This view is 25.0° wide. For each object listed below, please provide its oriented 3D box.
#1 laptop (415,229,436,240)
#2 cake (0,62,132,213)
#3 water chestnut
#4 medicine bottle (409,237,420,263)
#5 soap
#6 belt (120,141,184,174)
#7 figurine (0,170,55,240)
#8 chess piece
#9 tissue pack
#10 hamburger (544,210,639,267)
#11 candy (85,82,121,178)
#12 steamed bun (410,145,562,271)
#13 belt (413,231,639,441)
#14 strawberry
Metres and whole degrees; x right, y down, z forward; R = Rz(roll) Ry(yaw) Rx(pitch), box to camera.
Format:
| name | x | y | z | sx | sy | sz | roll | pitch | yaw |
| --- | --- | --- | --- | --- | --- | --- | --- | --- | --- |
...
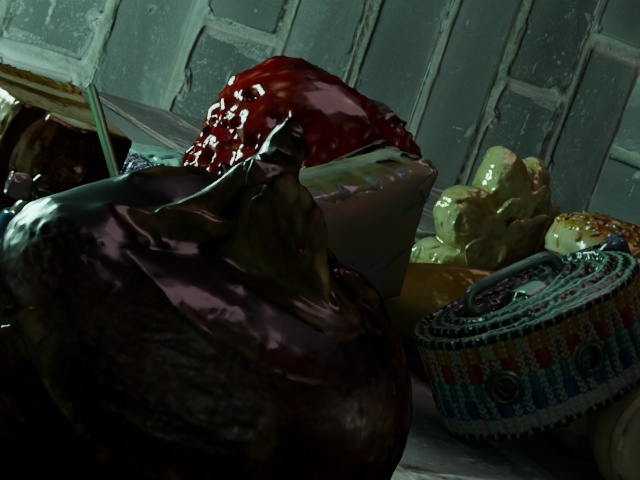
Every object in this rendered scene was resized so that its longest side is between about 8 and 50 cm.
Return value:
| name | x | y | z | sx | sy | sz | roll | pitch | yaw |
| --- | --- | --- | --- | --- | --- | --- | --- | --- | --- |
| laptop | 0.223 | 0.059 | 2.448 | 0.187 | 0.015 | 0.269 | 8 | 31 | -45 |
| cake | -0.371 | -0.096 | 1.838 | 0.196 | 0.199 | 0.293 | 18 | 12 | -40 |
| water chestnut | -0.077 | 0.062 | 1.041 | 0.335 | 0.347 | 0.335 | 23 | 17 | -8 |
| medicine bottle | 0.087 | 0.036 | 2.245 | 0.105 | 0.105 | 0.168 | 27 | 12 | 40 |
| soap | 0.190 | 0.091 | 1.955 | 0.306 | 0.115 | 0.427 | 1 | 5 | -37 |
| belt | -0.214 | -0.066 | 2.185 | 0.260 | 0.122 | 0.325 | 24 | 10 | 0 |
| figurine | -0.303 | 0.004 | 1.550 | 0.114 | 0.145 | 0.178 | 13 | 22 | -12 |
| chess piece | 0.333 | 0.209 | 1.676 | 0.142 | 0.143 | 0.261 | 15 | 3 | -24 |
| tissue pack | 0.000 | 0.000 | 1.725 | 0.256 | 0.215 | 0.123 | -16 | 42 | -39 |
| hamburger | 0.452 | 0.103 | 2.129 | 0.330 | 0.250 | 0.330 | 19 | 10 | -3 |
| candy | -0.236 | -0.051 | 1.693 | 0.083 | 0.306 | 0.091 | -12 | -24 | -14 |
| steamed bun | 0.280 | 0.000 | 2.227 | 0.137 | 0.292 | 0.295 | 30 | 25 | 36 |
| belt | 0.252 | 0.099 | 1.615 | 0.295 | 0.161 | 0.207 | -22 | 11 | -8 |
| strawberry | -0.063 | -0.073 | 1.919 | 0.345 | 0.295 | 0.317 | -36 | 78 | -32 |
